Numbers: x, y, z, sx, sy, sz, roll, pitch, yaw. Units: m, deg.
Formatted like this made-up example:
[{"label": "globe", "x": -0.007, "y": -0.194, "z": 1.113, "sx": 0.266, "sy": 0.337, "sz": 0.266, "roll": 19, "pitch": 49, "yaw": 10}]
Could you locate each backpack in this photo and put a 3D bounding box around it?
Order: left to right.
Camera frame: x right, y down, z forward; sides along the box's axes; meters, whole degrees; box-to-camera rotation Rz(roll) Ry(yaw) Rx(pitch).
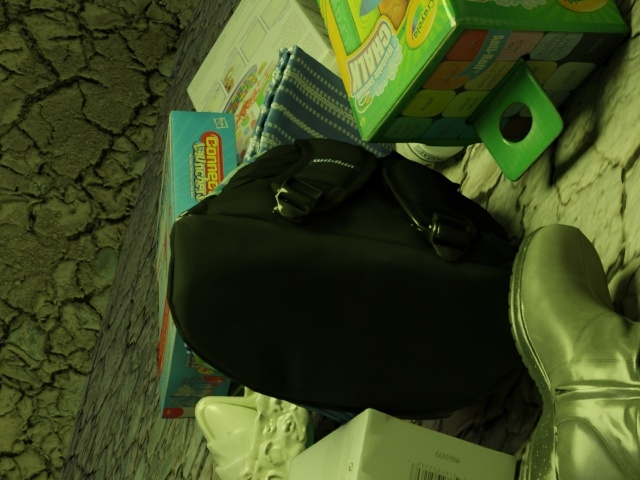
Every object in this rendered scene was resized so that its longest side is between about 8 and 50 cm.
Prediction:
[{"label": "backpack", "x": 0.026, "y": 0.026, "z": 1.176, "sx": 0.355, "sy": 0.290, "sz": 0.273, "roll": -85, "pitch": 5, "yaw": -64}]

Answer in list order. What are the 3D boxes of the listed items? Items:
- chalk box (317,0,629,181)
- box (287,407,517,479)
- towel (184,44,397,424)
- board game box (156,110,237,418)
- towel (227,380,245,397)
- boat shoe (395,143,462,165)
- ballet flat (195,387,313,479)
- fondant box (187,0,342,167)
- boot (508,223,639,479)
[{"label": "chalk box", "x": 0.124, "y": -0.193, "z": 1.184, "sx": 0.180, "sy": 0.179, "sz": 0.289, "roll": -52, "pitch": 48, "yaw": 50}, {"label": "box", "x": 0.054, "y": 0.212, "z": 1.081, "sx": 0.170, "sy": 0.130, "sz": 0.091, "roll": 137, "pitch": 150, "yaw": -59}, {"label": "towel", "x": 0.000, "y": 0.000, "z": 1.402, "sx": 0.040, "sy": 0.243, "sz": 0.336, "roll": 3, "pitch": 71, "yaw": 46}, {"label": "board game box", "x": -0.164, "y": 0.039, "z": 1.830, "sx": 0.308, "sy": 0.086, "sz": 0.302, "roll": 108, "pitch": 160, "yaw": -58}, {"label": "towel", "x": -0.090, "y": 0.088, "z": 1.972, "sx": 0.248, "sy": 0.038, "sz": 0.325, "roll": 134, "pitch": 151, "yaw": -59}, {"label": "boat shoe", "x": 0.124, "y": -0.202, "z": 1.458, "sx": 0.084, "sy": 0.095, "sz": 0.258, "roll": -23, "pitch": 47, "yaw": 65}, {"label": "ballet flat", "x": -0.068, "y": 0.143, "z": 1.486, "sx": 0.147, "sy": 0.147, "sz": 0.409, "roll": 172, "pitch": 107, "yaw": -74}, {"label": "fondant box", "x": -0.063, "y": -0.225, "z": 1.971, "sx": 0.238, "sy": 0.096, "sz": 0.330, "roll": -55, "pitch": 31, "yaw": 18}, {"label": "boot", "x": 0.203, "y": 0.064, "z": 0.877, "sx": 0.161, "sy": 0.083, "sz": 0.246, "roll": -45, "pitch": 33, "yaw": 44}]
